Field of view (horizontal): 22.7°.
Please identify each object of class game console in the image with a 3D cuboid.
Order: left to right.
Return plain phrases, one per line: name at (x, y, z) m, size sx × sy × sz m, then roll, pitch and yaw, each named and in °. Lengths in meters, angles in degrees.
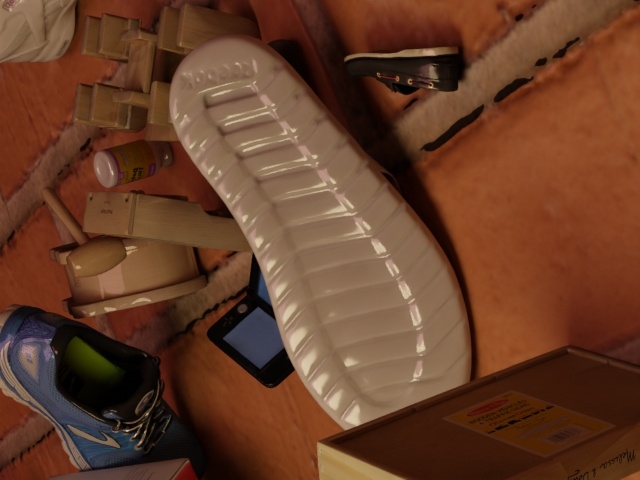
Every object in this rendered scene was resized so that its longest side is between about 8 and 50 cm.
game console at (-0.059, 0.075, 1.657) m, size 0.122 × 0.107 × 0.071 m, roll 35°, pitch 160°, yaw 43°

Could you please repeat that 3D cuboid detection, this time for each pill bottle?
pill bottle at (-0.208, -0.088, 1.779) m, size 0.043 × 0.083 × 0.043 m, roll 29°, pitch 128°, yaw 45°

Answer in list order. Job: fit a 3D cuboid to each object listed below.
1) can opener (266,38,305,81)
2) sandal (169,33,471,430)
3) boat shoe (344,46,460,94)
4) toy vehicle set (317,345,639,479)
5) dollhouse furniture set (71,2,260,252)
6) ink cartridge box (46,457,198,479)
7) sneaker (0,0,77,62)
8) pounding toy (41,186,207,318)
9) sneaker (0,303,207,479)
can opener at (-0.036, -0.049, 1.558) m, size 0.095 × 0.076 × 0.283 m, roll -14°, pitch 92°, yaw 60°
sandal at (0.014, -0.007, 1.465) m, size 0.416 × 0.169 × 0.102 m, roll 62°, pitch -170°, yaw -3°
boat shoe at (0.068, -0.147, 1.386) m, size 0.133 × 0.049 × 0.042 m, roll 7°, pitch 102°, yaw 49°
toy vehicle set at (0.153, 0.148, 1.207) m, size 0.166 × 0.267 × 0.035 m, roll 16°, pitch 116°, yaw 53°
dollhouse furniture set at (-0.140, -0.117, 1.663) m, size 0.212 × 0.161 × 0.242 m, roll 5°, pitch 87°, yaw 54°
ink cartridge box at (-0.167, 0.412, 1.796) m, size 0.272 × 0.130 × 0.309 m, roll -11°, pitch 113°, yaw 30°
sneaker at (-0.333, -0.301, 1.799) m, size 0.114 × 0.152 × 0.305 m, roll 57°, pitch 142°, yaw 25°
pounding toy at (-0.225, -0.002, 1.807) m, size 0.269 × 0.154 × 0.155 m, roll -175°, pitch 72°, yaw -75°
sneaker at (-0.233, 0.196, 1.811) m, size 0.147 × 0.130 × 0.330 m, roll 2°, pitch 147°, yaw 43°
